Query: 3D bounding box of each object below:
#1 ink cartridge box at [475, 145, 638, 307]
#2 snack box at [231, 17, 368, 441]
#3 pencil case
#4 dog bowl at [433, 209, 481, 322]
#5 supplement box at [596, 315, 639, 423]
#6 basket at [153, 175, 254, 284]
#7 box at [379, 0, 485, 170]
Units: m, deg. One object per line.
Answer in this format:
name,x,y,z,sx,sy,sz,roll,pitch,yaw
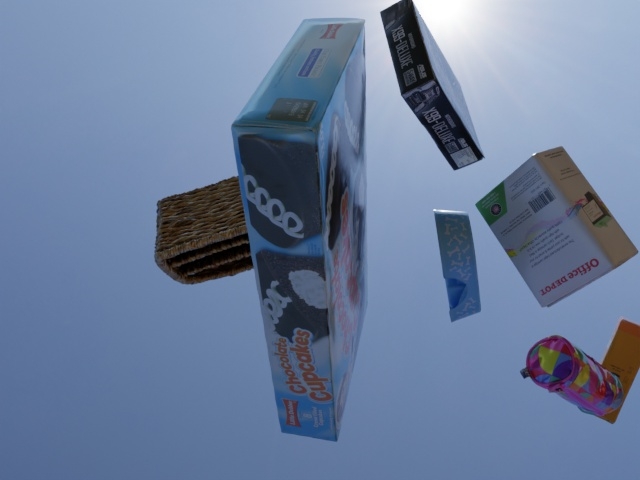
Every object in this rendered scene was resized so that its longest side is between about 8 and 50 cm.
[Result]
ink cartridge box,0.497,-0.027,1.339,0.117,0.201,0.278,-18,-109,-37
snack box,0.000,0.000,0.540,0.060,0.322,0.187,6,-140,12
pencil case,0.463,0.252,1.140,0.236,0.104,0.104,28,-135,-38
dog bowl,0.308,0.056,1.400,0.074,0.297,0.166,-8,-136,10
supplement box,0.684,0.297,1.446,0.078,0.080,0.233,24,-83,20
basket,-0.197,0.006,1.389,0.299,0.213,0.223,-17,-142,-1
box,0.242,-0.327,1.342,0.077,0.307,0.242,-22,-124,22
